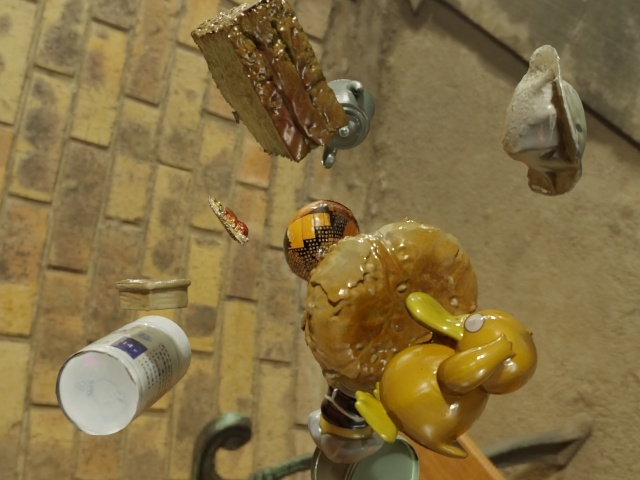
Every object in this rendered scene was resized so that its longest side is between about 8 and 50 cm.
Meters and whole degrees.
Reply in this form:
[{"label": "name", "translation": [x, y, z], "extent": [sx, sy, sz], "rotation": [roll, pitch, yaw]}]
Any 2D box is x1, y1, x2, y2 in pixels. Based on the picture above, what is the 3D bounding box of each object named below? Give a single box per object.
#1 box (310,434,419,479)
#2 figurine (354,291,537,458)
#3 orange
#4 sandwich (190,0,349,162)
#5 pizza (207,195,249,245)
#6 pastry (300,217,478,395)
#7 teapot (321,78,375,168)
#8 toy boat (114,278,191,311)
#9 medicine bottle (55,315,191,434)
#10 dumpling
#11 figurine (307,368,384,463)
[{"label": "box", "translation": [0.109, 0.553, 1.958], "extent": [0.149, 0.226, 0.226], "rotation": [17, 94, 53]}, {"label": "figurine", "translation": [0.178, 0.187, 1.131], "extent": [0.215, 0.215, 0.228], "rotation": [38, 105, 54]}, {"label": "orange", "translation": [0.000, 0.000, 2.214], "extent": [0.182, 0.234, 0.235], "rotation": [25, 101, 29]}, {"label": "sandwich", "translation": [-0.098, -0.289, 1.446], "extent": [0.131, 0.262, 0.325], "rotation": [-35, 21, -12]}, {"label": "pizza", "translation": [-0.151, -0.029, 1.377], "extent": [0.100, 0.029, 0.099], "rotation": [51, 171, 6]}, {"label": "pastry", "translation": [0.107, 0.109, 1.385], "extent": [0.285, 0.315, 0.184], "rotation": [63, 163, -18]}, {"label": "teapot", "translation": [0.054, -0.284, 1.994], "extent": [0.149, 0.162, 0.239], "rotation": [-93, 25, -58]}, {"label": "toy boat", "translation": [-0.363, 0.113, 1.711], "extent": [0.188, 0.116, 0.061], "rotation": [-2, 92, 48]}, {"label": "medicine bottle", "translation": [-0.431, 0.293, 1.835], "extent": [0.332, 0.189, 0.190], "rotation": [-33, -36, -76]}, {"label": "dumpling", "translation": [0.433, -0.216, 1.552], "extent": [0.175, 0.243, 0.227], "rotation": [-36, 20, 8]}, {"label": "figurine", "translation": [0.052, 0.325, 1.624], "extent": [0.176, 0.133, 0.236], "rotation": [33, 120, 53]}]
